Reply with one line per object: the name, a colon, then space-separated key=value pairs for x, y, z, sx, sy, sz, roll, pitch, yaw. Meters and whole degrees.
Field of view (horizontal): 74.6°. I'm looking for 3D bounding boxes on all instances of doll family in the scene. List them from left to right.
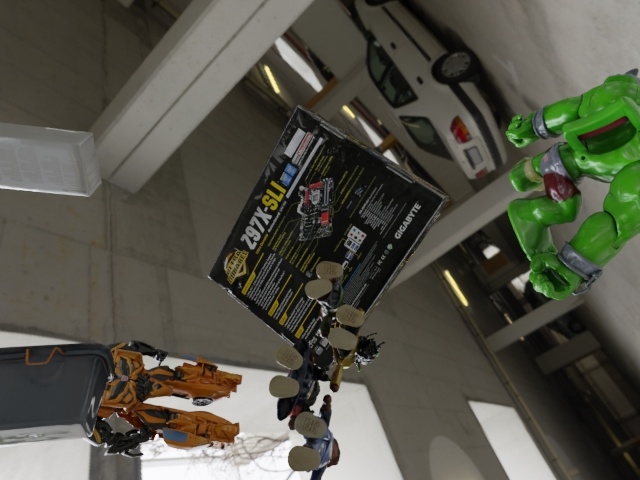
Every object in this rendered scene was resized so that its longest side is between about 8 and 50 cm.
doll family: x=0.005 y=0.117 z=0.367 sx=0.076 sy=0.193 sz=0.111 roll=20 pitch=155 yaw=14

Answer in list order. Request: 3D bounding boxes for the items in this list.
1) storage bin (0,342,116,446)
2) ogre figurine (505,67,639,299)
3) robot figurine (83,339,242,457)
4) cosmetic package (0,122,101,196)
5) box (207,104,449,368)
storage bin: x=-0.323 y=0.180 z=0.494 sx=0.135 sy=0.098 sz=0.091 roll=0 pitch=-134 yaw=-16
ogre figurine: x=0.218 y=-0.057 z=0.348 sx=0.097 sy=0.118 sz=0.197 roll=39 pitch=-128 yaw=-9
robot figurine: x=-0.291 y=0.287 z=0.779 sx=0.291 sy=0.085 sz=0.211 roll=25 pitch=-143 yaw=-30
cosmetic package: x=-0.507 y=-0.140 z=0.703 sx=0.239 sy=0.099 sz=0.060 roll=6 pitch=-147 yaw=-7
box: x=0.000 y=0.000 z=0.655 sx=0.257 sy=0.322 sz=0.079 roll=36 pitch=-162 yaw=16
